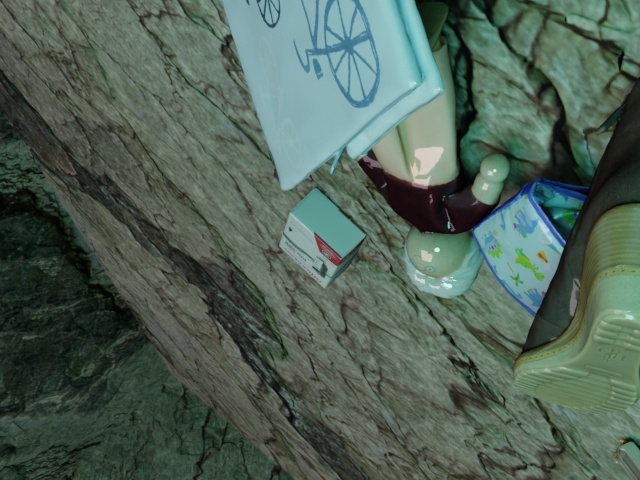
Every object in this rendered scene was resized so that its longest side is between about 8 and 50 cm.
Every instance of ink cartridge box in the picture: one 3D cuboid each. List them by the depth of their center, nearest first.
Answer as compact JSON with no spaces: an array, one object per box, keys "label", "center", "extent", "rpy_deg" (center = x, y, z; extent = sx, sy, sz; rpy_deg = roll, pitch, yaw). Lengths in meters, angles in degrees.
[{"label":"ink cartridge box","center":[0.000,0.000,1.264],"extent":[0.099,0.056,0.135],"rpy_deg":[42,159,8]}]

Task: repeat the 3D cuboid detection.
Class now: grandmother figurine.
[{"label":"grandmother figurine","center":[0.095,-0.075,0.890],"extent":[0.208,0.104,0.342],"rpy_deg":[37,157,46]}]

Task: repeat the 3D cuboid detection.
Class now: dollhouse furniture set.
[{"label":"dollhouse furniture set","center":[0.416,0.294,1.051],"extent":[0.152,0.058,0.076],"rpy_deg":[57,175,30]}]

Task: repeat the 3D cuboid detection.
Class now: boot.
[{"label":"boot","center":[0.221,0.008,0.666],"extent":[0.090,0.207,0.248],"rpy_deg":[18,155,6]}]

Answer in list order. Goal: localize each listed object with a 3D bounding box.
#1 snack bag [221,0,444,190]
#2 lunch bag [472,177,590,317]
[{"label":"snack bag","center":[-0.021,-0.217,0.768],"extent":[0.323,0.037,0.342],"rpy_deg":[72,159,6]},{"label":"lunch bag","center":[0.221,0.013,0.801],"extent":[0.151,0.096,0.129],"rpy_deg":[35,157,-2]}]
